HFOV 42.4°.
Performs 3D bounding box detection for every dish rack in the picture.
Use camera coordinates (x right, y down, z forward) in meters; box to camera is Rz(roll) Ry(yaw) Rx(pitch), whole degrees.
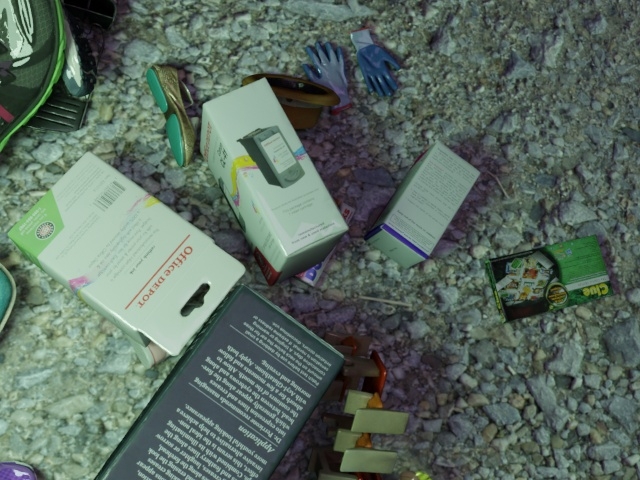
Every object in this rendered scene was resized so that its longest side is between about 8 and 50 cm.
[{"bbox_3d":[-0.504,-0.337,1.509,0.208,0.074,0.272,14,75,-11],"label":"dish rack"}]

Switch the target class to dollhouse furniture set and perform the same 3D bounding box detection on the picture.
[{"bbox_3d":[0.073,0.321,1.442,0.135,0.262,0.259,8,110,-15],"label":"dollhouse furniture set"}]

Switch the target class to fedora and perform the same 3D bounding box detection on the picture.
[{"bbox_3d":[-0.060,-0.264,1.587,0.194,0.194,0.079,7,113,-13],"label":"fedora"}]

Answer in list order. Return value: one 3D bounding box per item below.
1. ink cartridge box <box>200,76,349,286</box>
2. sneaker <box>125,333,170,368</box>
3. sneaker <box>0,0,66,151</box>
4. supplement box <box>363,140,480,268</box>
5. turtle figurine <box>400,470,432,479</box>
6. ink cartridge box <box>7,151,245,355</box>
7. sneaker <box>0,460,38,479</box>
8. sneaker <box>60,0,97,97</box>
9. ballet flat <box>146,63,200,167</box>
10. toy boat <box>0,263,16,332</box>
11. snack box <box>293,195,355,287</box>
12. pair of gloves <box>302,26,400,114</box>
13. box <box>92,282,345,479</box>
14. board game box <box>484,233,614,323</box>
[{"bbox_3d":[-0.093,-0.096,1.474,0.131,0.226,0.306,-27,80,-16],"label":"ink cartridge box"},{"bbox_3d":[-0.308,0.157,1.470,0.070,0.051,0.134,-23,77,-33],"label":"sneaker"},{"bbox_3d":[-0.573,-0.240,1.320,0.185,0.202,0.483,30,97,10],"label":"sneaker"},{"bbox_3d":[0.199,-0.068,1.615,0.114,0.111,0.220,35,72,-5],"label":"supplement box"},{"bbox_3d":[0.160,0.521,1.400,0.269,0.087,0.217,42,43,-16],"label":"turtle figurine"},{"bbox_3d":[-0.321,0.036,1.414,0.353,0.119,0.207,36,70,9],"label":"ink cartridge box"},{"bbox_3d":[-0.574,0.416,1.314,0.236,0.104,0.095,-9,79,-17],"label":"sneaker"},{"bbox_3d":[-0.489,-0.370,1.446,0.122,0.110,0.283,-25,85,1],"label":"sneaker"},{"bbox_3d":[-0.265,-0.240,1.556,0.067,0.073,0.206,-16,86,-32],"label":"ballet flat"},{"bbox_3d":[-0.678,0.096,1.331,0.318,0.148,0.268,31,73,-7],"label":"toy boat"},{"bbox_3d":[0.000,0.000,1.595,0.064,0.022,0.178,30,73,-6],"label":"snack box"},{"bbox_3d":[0.066,-0.350,1.689,0.198,0.023,0.159,-21,86,-17],"label":"pair of gloves"},{"bbox_3d":[-0.179,0.303,1.341,0.212,0.293,0.395,37,72,-4],"label":"box"},{"bbox_3d":[0.473,0.078,1.700,0.259,0.030,0.136,-11,79,-17],"label":"board game box"}]
